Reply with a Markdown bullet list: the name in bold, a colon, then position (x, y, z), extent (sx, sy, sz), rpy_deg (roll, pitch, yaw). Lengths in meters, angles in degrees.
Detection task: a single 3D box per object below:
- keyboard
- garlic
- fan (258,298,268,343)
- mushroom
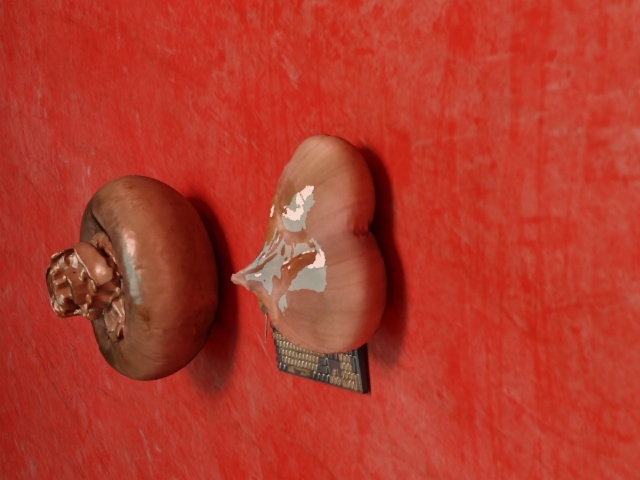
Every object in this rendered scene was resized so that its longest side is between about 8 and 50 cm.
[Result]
- **keyboard**: position (-0.004, 0.102, 1.059), extent (0.176, 0.014, 0.055), rpy_deg (2, 101, 64)
- **garlic**: position (0.000, 0.001, 0.941), extent (0.124, 0.099, 0.174), rpy_deg (4, 99, 48)
- **fan**: position (-0.054, 0.055, 1.141), extent (0.060, 0.003, 0.080), rpy_deg (-138, 60, -65)
- **mushroom**: position (-0.208, 0.043, 1.273), extent (0.226, 0.178, 0.226), rpy_deg (44, 143, 47)
